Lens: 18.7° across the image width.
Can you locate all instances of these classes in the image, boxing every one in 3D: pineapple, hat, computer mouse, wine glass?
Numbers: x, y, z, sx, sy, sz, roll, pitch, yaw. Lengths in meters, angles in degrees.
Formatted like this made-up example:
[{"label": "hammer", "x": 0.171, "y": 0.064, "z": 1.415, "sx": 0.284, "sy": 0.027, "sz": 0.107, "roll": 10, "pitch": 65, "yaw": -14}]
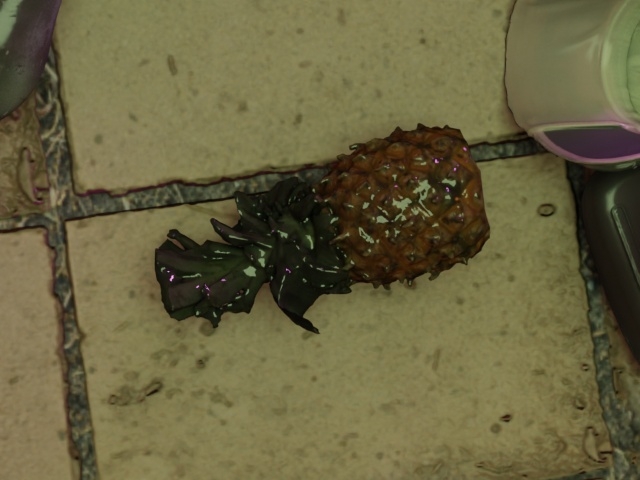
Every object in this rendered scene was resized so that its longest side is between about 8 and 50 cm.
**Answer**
[{"label": "pineapple", "x": 0.000, "y": 0.000, "z": 1.787, "sx": 0.310, "sy": 0.141, "sz": 0.170, "roll": -18, "pitch": 55, "yaw": -3}, {"label": "hat", "x": 0.307, "y": -0.166, "z": 1.833, "sx": 0.275, "sy": 0.161, "sz": 0.232, "roll": -1, "pitch": 79, "yaw": 16}, {"label": "computer mouse", "x": 0.329, "y": 0.025, "z": 1.873, "sx": 0.120, "sy": 0.057, "sz": 0.232, "roll": -23, "pitch": 94, "yaw": -13}, {"label": "wine glass", "x": -0.304, "y": -0.157, "z": 1.751, "sx": 0.103, "sy": 0.103, "sz": 0.222, "roll": 23, "pitch": 99, "yaw": -7}]
